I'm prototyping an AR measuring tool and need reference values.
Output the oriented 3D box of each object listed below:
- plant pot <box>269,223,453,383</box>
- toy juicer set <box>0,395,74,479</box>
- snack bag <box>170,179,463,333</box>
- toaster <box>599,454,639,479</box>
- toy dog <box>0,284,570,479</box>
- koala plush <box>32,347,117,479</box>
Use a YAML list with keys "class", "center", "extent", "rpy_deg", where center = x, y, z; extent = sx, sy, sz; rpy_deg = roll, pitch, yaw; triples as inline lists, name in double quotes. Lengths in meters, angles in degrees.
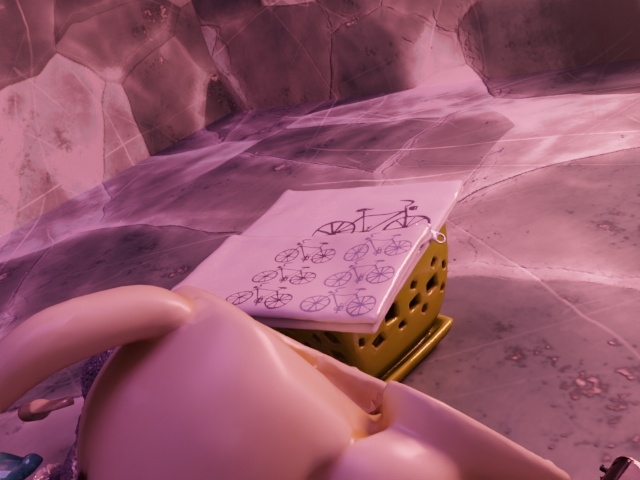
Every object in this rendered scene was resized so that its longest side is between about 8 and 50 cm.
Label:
- class: "plant pot"
  center: [0.044, 0.089, 0.860]
  extent: [0.228, 0.207, 0.227]
  rpy_deg: [-35, 29, -33]
- class: "toy juicer set"
  center: [-0.450, 0.331, 0.817]
  extent: [0.329, 0.089, 0.209]
  rpy_deg: [-44, 14, -18]
- class: "snack bag"
  center: [0.000, 0.000, 0.786]
  extent: [0.323, 0.037, 0.342]
  rpy_deg: [-1, 30, 34]
- class: "toaster"
  center: [0.193, 0.266, 0.394]
  extent: [0.185, 0.168, 0.110]
  rpy_deg: [-32, 36, -31]
- class: "toy dog"
  center: [-0.072, 0.262, 0.396]
  extent: [0.284, 0.395, 0.408]
  rpy_deg: [15, 76, 43]
- class: "koala plush"
  center: [-0.235, 0.243, 0.723]
  extent: [0.196, 0.203, 0.221]
  rpy_deg: [-12, 23, 15]
